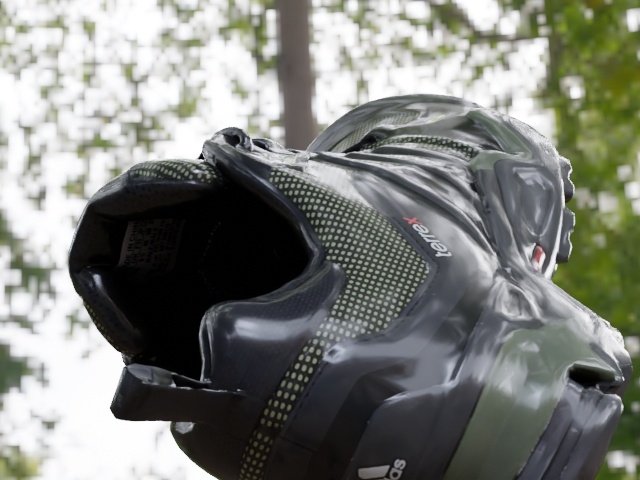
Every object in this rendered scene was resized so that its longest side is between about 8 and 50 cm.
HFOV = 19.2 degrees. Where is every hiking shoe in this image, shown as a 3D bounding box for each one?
[{"bbox_3d":[0.000,0.000,0.462,0.114,0.086,0.227,25,14,-13],"label":"hiking shoe"}]
